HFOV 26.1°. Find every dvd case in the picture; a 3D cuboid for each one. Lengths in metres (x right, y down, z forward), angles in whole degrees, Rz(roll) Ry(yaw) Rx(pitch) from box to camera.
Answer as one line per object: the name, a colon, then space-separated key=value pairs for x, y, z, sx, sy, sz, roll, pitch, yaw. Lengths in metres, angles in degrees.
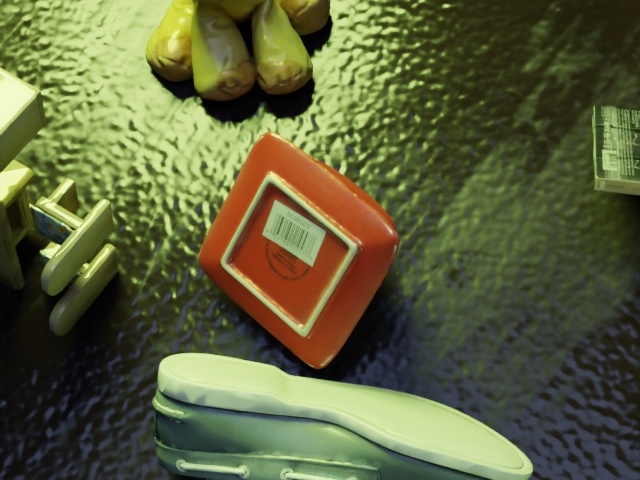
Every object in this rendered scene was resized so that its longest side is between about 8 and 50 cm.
dvd case: x=0.348 y=-0.071 z=1.200 sx=0.221 sy=0.018 sz=0.164 roll=6 pitch=28 yaw=7

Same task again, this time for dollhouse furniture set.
dollhouse furniture set: x=-0.309 y=-0.021 z=1.160 sx=0.212 sy=0.242 sz=0.161 roll=29 pitch=61 yaw=14

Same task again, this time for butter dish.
butter dish: x=0.000 y=0.000 z=1.207 sx=0.160 sy=0.118 sz=0.160 roll=40 pitch=120 yaw=18

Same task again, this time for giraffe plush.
giraffe plush: x=-0.085 y=-0.254 z=1.275 sx=0.181 sy=0.170 sz=0.210 roll=-4 pitch=69 yaw=3

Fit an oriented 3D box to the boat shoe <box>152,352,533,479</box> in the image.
boat shoe: x=0.013 y=0.177 z=1.153 sx=0.319 sy=0.116 sz=0.099 roll=13 pitch=103 yaw=3
